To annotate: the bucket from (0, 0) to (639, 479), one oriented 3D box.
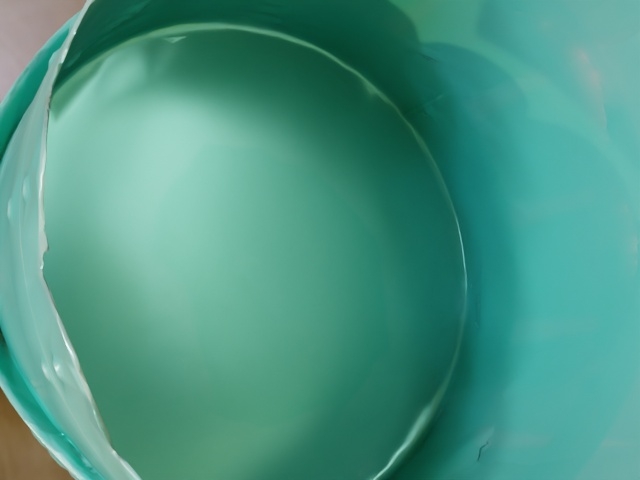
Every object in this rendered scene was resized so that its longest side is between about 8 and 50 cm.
[{"bbox_3d":[0.000,0.000,0.535,0.281,0.281,0.183,-2,172,-26],"label":"bucket"}]
